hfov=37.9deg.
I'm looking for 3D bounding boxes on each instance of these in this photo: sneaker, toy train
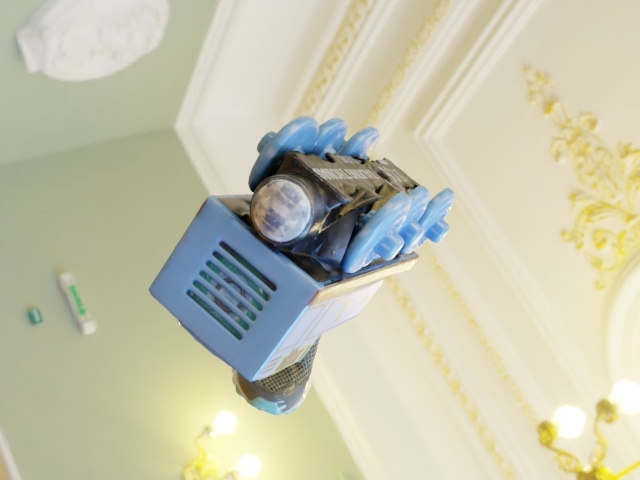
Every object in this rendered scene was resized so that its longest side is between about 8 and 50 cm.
[{"bbox_3d":[-0.021,0.056,0.706,0.065,0.166,0.076,19,-50,-2],"label":"sneaker"},{"bbox_3d":[0.000,0.000,0.451,0.080,0.184,0.105,41,-75,12],"label":"toy train"}]
